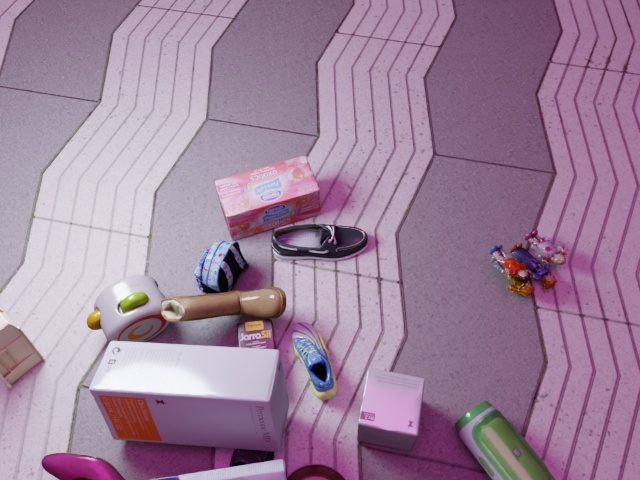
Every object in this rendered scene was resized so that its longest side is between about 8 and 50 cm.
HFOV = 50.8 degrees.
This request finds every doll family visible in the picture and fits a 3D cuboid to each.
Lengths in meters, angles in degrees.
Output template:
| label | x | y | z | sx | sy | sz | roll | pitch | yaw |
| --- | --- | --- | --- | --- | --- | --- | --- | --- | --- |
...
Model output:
| label | x | y | z | sx | sy | sz | roll | pitch | yaw |
| --- | --- | --- | --- | --- | --- | --- | --- | --- | --- |
| doll family | 0.619 | 0.083 | 2.011 | 0.263 | 0.118 | 0.163 | -19 | 54 | -30 |

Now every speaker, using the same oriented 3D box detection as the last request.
| label | x | y | z | sx | sy | sz | roll | pitch | yaw |
| --- | --- | --- | --- | --- | --- | --- | --- | --- | --- |
| speaker | 0.478 | 0.560 | 1.718 | 0.131 | 0.131 | 0.296 | -31 | 64 | -16 |

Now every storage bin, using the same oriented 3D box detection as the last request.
| label | x | y | z | sx | sy | sz | roll | pitch | yaw |
| --- | --- | --- | --- | --- | --- | --- | --- | --- | --- |
| storage bin | -0.916 | 0.236 | 1.853 | 0.123 | 0.260 | 0.262 | -40 | 67 | -23 |

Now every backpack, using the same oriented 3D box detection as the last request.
| label | x | y | z | sx | sy | sz | roll | pitch | yaw |
| --- | --- | --- | --- | --- | --- | --- | --- | --- | --- |
| backpack | -0.297 | 0.073 | 1.981 | 0.117 | 0.173 | 0.158 | 21 | 64 | 12 |

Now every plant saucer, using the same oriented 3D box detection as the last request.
| label | x | y | z | sx | sy | sz | roll | pitch | yaw |
| --- | --- | --- | --- | --- | --- | --- | --- | --- | --- |
| plant saucer | -0.013 | 0.673 | 1.713 | 0.198 | 0.036 | 0.199 | 0 | 61 | 0 |

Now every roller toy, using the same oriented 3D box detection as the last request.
| label | x | y | z | sx | sy | sz | roll | pitch | yaw |
| --- | --- | --- | --- | --- | --- | --- | --- | --- | --- |
| roller toy | -0.533 | 0.197 | 1.906 | 0.209 | 0.191 | 0.146 | -43 | 64 | 19 |

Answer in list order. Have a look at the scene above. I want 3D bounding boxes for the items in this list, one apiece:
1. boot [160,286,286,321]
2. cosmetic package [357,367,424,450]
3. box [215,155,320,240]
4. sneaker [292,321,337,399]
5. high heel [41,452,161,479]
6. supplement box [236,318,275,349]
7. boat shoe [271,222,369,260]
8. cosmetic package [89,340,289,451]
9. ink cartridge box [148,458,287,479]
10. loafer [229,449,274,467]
| label | x | y | z | sx | sy | sz | roll | pitch | yaw |
| --- | --- | --- | --- | --- | --- | --- | --- | --- | --- |
| boot | -0.262 | 0.182 | 1.845 | 0.269 | 0.236 | 0.089 | -1 | 83 | -42 |
| cosmetic package | 0.180 | 0.442 | 1.755 | 0.151 | 0.184 | 0.151 | 10 | 61 | 6 |
| box | -0.161 | -0.133 | 2.108 | 0.300 | 0.154 | 0.142 | -17 | 61 | -9 |
| sneaker | -0.014 | 0.315 | 1.865 | 0.091 | 0.126 | 0.240 | -22 | 63 | -11 |
| high heel | -0.541 | 0.652 | 1.676 | 0.377 | 0.127 | 0.181 | 13 | 51 | 5 |
| supplement box | -0.174 | 0.325 | 1.888 | 0.104 | 0.081 | 0.188 | -7 | 60 | -3 |
| boat shoe | 0.000 | 0.000 | 2.063 | 0.302 | 0.091 | 0.114 | -9 | 61 | -4 |
| cosmetic package | -0.323 | 0.398 | 1.725 | 0.453 | 0.230 | 0.161 | 1 | 41 | 9 |
| ink cartridge box | -0.224 | 0.702 | 1.586 | 0.330 | 0.071 | 0.324 | -8 | 96 | -5 |
| loafer | -0.187 | 0.598 | 1.724 | 0.109 | 0.095 | 0.303 | 9 | 61 | 7 |
